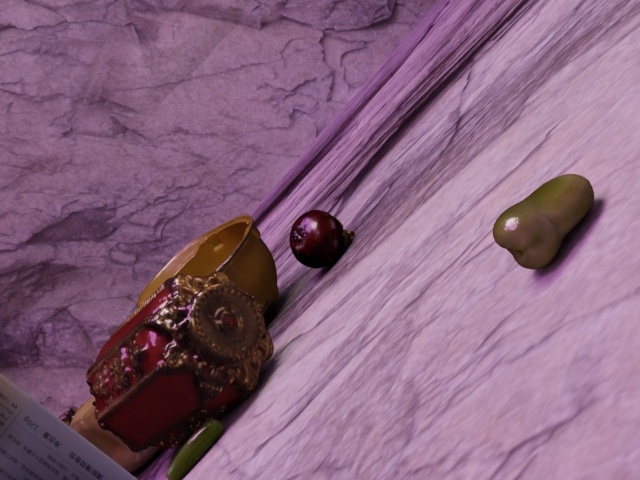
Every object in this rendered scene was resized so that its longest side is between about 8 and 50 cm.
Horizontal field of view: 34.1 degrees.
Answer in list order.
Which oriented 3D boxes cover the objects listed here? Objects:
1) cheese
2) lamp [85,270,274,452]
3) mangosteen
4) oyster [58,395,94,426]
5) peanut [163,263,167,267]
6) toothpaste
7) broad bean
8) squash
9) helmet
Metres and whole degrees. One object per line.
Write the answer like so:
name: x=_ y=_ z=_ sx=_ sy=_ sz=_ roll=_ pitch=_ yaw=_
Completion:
cheese: x=-0.252 y=0.233 z=1.499 sx=0.226 sy=0.117 sz=0.214 roll=-37 pitch=9 yaw=33
lamp: x=-0.173 y=0.150 z=1.263 sx=0.274 sy=0.177 sz=0.177 roll=-42 pitch=9 yaw=46
mangosteen: x=-0.003 y=0.000 z=1.413 sx=0.081 sy=0.081 sz=0.081 roll=-47 pitch=8 yaw=8
oyster: x=-0.390 y=0.301 z=1.997 sx=0.361 sy=0.096 sz=0.221 roll=-41 pitch=3 yaw=27
peanut: x=-0.234 y=0.112 z=1.870 sx=0.152 sy=0.152 sz=0.313 roll=-46 pitch=10 yaw=18
toothpaste: x=-0.230 y=0.184 z=0.835 sx=0.071 sy=0.313 sz=0.089 roll=-34 pitch=18 yaw=53
broad bean: x=0.154 y=-0.015 z=0.718 sx=0.083 sy=0.045 sz=0.063 roll=-43 pitch=6 yaw=-29
squash: x=-0.143 y=0.237 z=1.174 sx=0.089 sy=0.027 sz=0.027 roll=-50 pitch=8 yaw=0
helmet: x=-0.143 y=0.079 z=1.517 sx=0.205 sy=0.140 sz=0.257 roll=-50 pitch=16 yaw=-26
